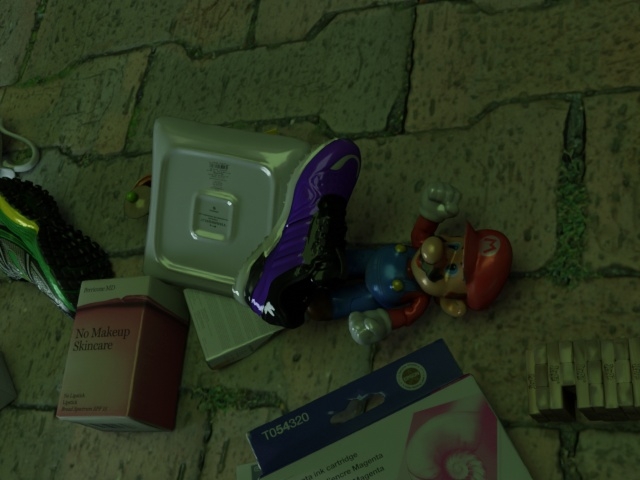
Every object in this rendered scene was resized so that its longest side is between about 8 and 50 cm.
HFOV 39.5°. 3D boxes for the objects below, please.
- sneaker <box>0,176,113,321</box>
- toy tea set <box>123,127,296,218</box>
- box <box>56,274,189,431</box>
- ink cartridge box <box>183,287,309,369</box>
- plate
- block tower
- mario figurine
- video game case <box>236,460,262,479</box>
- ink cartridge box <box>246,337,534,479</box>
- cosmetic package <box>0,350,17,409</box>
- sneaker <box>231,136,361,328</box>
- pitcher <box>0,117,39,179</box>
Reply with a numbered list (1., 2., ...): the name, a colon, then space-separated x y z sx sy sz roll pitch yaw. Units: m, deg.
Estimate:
1. sneaker: -0.503 0.035 1.637 0.343 0.134 0.146 45 117 30
2. toy tea set: -0.194 -0.081 1.513 0.335 0.124 0.200 -18 62 19
3. box: -0.317 0.188 1.456 0.148 0.127 0.233 -6 66 25
4. ink cartridge box: -0.120 0.111 1.455 0.179 0.045 0.145 -21 58 -4
5. plate: -0.160 -0.040 1.402 0.277 0.045 0.278 12 105 19
6. block tower: 0.427 0.173 1.111 0.335 0.091 0.097 -8 66 24
7. mario figurine: 0.115 0.031 1.277 0.320 0.170 0.198 -10 99 31
8. video game case: -0.026 0.397 1.279 0.201 0.023 0.184 -16 62 19
9. ink cartridge box: 0.095 0.317 1.178 0.324 0.071 0.330 -26 59 -5
10. cosmetic package: -0.672 0.295 1.609 0.231 0.085 0.117 -36 57 3
11. sneaker: 0.000 0.001 1.288 0.146 0.102 0.293 36 100 42
12. pitcher: -0.685 -0.200 1.829 0.177 0.125 0.207 -27 68 -10
